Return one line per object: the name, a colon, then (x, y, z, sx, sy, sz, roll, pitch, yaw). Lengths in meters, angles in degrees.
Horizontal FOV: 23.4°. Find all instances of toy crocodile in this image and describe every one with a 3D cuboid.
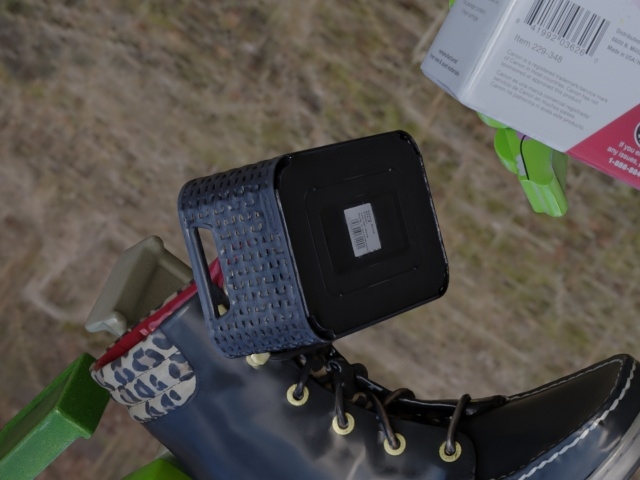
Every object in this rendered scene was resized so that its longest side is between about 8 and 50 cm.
toy crocodile: (0.206, -0.173, 1.571, 0.115, 0.105, 0.340, 57, -161, -48)

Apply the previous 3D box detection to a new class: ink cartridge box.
ink cartridge box: (0.257, -0.217, 1.279, 0.226, 0.306, 0.131, 25, -170, -19)

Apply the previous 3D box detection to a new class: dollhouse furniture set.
dollhouse furniture set: (-0.173, 0.164, 1.506, 0.197, 0.301, 0.151, 38, 124, -13)

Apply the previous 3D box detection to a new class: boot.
boot: (0.030, 0.116, 1.111, 0.377, 0.138, 0.284, -34, 100, 35)

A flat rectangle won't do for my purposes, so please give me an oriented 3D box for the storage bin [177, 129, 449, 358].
storage bin: (0.000, 0.000, 1.045, 0.084, 0.122, 0.180, -12, -177, 35)
